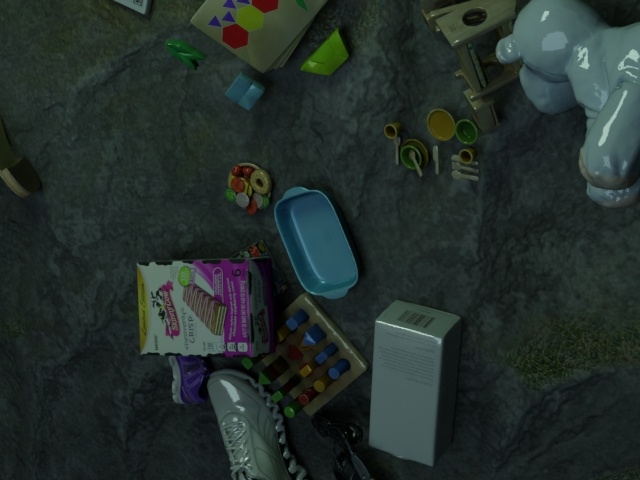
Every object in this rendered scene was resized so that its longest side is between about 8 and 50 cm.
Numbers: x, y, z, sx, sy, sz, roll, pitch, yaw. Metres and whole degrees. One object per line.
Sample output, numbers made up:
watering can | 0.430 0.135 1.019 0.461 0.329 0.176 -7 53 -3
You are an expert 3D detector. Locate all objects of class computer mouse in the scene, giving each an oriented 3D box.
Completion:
computer mouse | 0.077 0.397 1.888 0.262 0.060 0.184 68 163 -3

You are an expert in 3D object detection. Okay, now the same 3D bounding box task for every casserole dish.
casserole dish | 0.000 0.000 1.821 0.114 0.037 0.188 -16 100 35

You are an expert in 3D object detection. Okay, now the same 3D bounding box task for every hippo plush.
hippo plush | 0.324 -0.192 1.416 0.237 0.234 0.294 30 165 30

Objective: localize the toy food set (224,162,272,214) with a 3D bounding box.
toy food set | -0.115 -0.084 1.863 0.083 0.020 0.082 25 120 19

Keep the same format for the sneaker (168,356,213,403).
sneaker | -0.223 0.210 2.034 0.071 0.068 0.169 3 119 11

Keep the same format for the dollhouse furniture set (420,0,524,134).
dollhouse furniture set | 0.215 -0.273 1.581 0.101 0.161 0.182 -27 140 3

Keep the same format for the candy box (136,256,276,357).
candy box | -0.189 0.109 1.897 0.234 0.071 0.159 -3 90 33

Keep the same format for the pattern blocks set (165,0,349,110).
pattern blocks set | -0.081 -0.339 1.667 0.285 0.026 0.325 41 125 -22

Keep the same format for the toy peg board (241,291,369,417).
toy peg board | -0.035 0.200 1.897 0.161 0.079 0.160 49 126 4

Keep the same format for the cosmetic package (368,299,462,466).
cosmetic package | 0.146 0.221 1.797 0.117 0.085 0.231 15 118 25

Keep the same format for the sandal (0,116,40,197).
sandal | -0.601 -0.170 2.075 0.079 0.088 0.240 -28 99 30

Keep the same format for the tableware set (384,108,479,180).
tableware set | 0.159 -0.138 1.658 0.154 0.024 0.104 16 123 36

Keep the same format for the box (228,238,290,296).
box | -0.126 0.067 1.927 0.137 0.027 0.094 -30 92 36

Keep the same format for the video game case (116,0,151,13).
video game case | -0.316 -0.456 1.832 0.143 0.019 0.157 28 122 19

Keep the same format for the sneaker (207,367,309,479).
sneaker | -0.116 0.355 1.987 0.110 0.118 0.292 -25 94 37
